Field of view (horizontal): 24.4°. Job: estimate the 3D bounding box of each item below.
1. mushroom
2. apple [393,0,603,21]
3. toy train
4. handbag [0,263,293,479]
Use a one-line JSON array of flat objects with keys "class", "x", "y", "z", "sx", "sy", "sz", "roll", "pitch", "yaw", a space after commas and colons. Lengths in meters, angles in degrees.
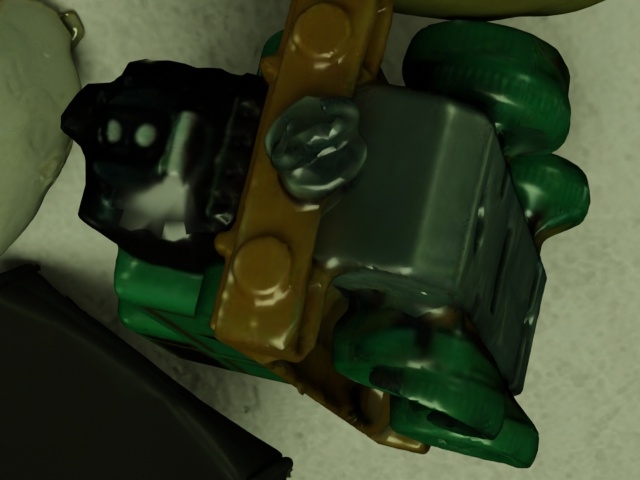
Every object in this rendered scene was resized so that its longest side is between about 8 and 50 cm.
[{"class": "mushroom", "x": -0.246, "y": 0.010, "z": 0.907, "sx": 0.097, "sy": 0.109, "sz": 0.351, "roll": 12, "pitch": 120, "yaw": -38}, {"class": "apple", "x": 0.082, "y": -0.224, "z": 0.669, "sx": 0.262, "sy": 0.262, "sz": 0.262, "roll": 1, "pitch": 123, "yaw": 1}, {"class": "toy train", "x": 0.000, "y": 0.000, "z": 0.770, "sx": 0.249, "sy": 0.178, "sz": 0.429, "roll": 11, "pitch": 168, "yaw": 16}, {"class": "handbag", "x": -0.140, "y": 0.159, "z": 0.971, "sx": 0.247, "sy": 0.080, "sz": 0.223, "roll": 33, "pitch": 121, "yaw": 20}]
